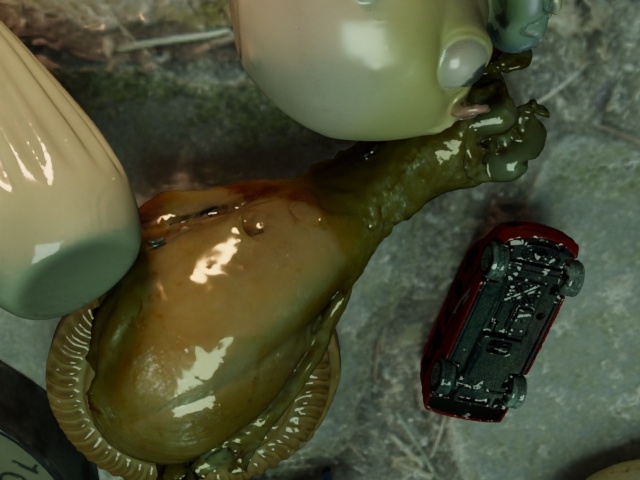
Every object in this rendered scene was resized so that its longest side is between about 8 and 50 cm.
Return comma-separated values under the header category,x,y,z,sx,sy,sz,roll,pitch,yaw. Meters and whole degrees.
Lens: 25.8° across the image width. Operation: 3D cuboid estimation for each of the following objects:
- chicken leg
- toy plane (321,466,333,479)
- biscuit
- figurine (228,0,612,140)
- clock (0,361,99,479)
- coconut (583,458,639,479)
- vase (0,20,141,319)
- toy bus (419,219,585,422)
category,x,y,z,sx,sy,sz,roll,pitch,yaw
chicken leg,0.000,0.000,1.046,0.429,0.201,0.153,-37,157,-10
toy plane,-0.070,0.292,1.299,0.271,0.105,0.254,-30,125,11
biscuit,-0.106,0.113,1.196,0.259,0.079,0.259,-3,122,-4
figurine,0.125,-0.223,0.962,0.394,0.226,0.275,-12,95,-5
clock,-0.393,0.256,1.261,0.386,0.076,0.386,-2,123,-4
coconut,0.317,0.325,1.308,0.202,0.202,0.222,-21,121,8
vase,-0.222,-0.069,0.977,0.128,0.248,0.128,-26,156,-13
toy bus,0.149,0.059,1.179,0.081,0.089,0.195,12,122,-14
